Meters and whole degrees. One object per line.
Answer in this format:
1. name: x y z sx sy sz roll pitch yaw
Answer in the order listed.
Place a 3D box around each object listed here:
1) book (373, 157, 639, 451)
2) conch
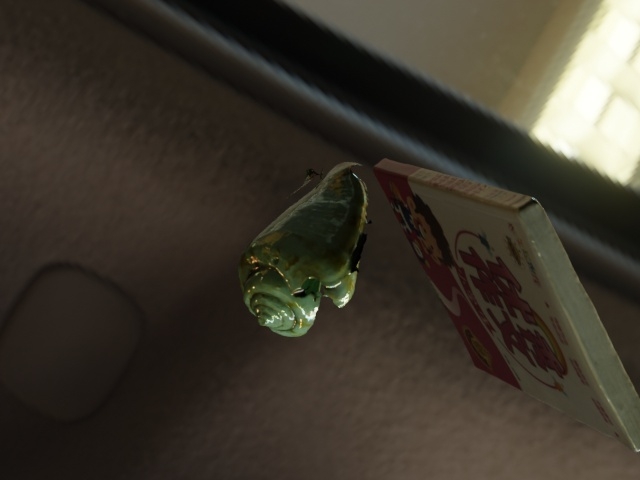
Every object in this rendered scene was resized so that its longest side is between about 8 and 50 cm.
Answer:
1. book: 0.111 0.032 1.038 0.022 0.232 0.162 -33 -73 -10
2. conch: 0.000 0.000 1.312 0.079 0.106 0.170 55 -131 -36
